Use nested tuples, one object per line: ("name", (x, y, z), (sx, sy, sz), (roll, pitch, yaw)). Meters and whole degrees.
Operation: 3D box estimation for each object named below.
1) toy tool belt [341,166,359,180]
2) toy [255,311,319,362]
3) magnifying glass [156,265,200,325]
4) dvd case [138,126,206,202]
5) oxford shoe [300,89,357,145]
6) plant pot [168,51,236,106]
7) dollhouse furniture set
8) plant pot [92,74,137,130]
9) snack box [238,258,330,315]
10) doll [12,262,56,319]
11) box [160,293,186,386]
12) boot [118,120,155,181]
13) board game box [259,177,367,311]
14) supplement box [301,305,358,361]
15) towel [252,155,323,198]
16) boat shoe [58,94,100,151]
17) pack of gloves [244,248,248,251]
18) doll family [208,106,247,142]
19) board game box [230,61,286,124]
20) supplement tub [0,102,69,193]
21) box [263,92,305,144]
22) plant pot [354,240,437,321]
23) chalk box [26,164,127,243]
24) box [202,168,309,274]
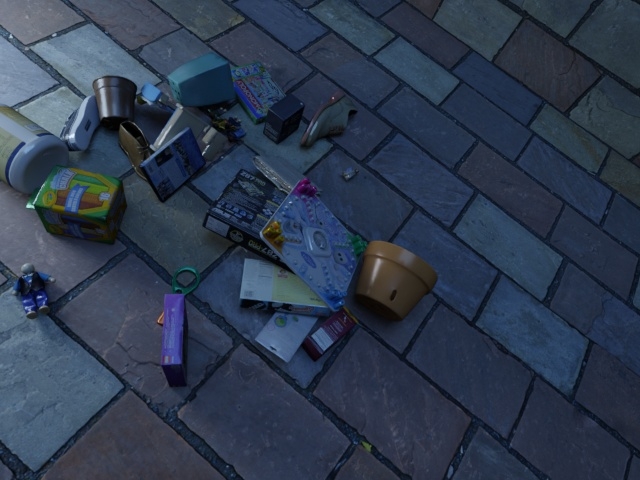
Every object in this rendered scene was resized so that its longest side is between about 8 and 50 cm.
("toy tool belt", (0.132, -0.309, 2.017), (0.051, 0.052, 0.083), (47, 58, 2))
("toy", (-0.112, 0.309, 1.586), (0.136, 0.056, 0.237), (33, 52, 7))
("magnifying glass", (-0.496, 0.190, 1.556), (0.092, 0.026, 0.231), (24, 55, -3))
("dvd case", (-0.556, -0.289, 1.715), (0.022, 0.180, 0.253), (22, 57, 27))
("oxford shoe", (0.049, -0.550, 2.081), (0.146, 0.140, 0.397), (38, 59, -2))
("plant pot", (-0.520, -0.679, 1.942), (0.234, 0.166, 0.165), (-30, 49, -23))
("dollhouse furniture set", (-0.604, -0.459, 1.850), (0.303, 0.286, 0.198), (39, 95, 35))
("plant pot", (-0.813, -0.539, 1.788), (0.166, 0.167, 0.165), (-4, 78, -19))
("snack box", (-0.124, 0.169, 1.624), (0.321, 0.060, 0.187), (8, 44, -9))
("doll", (-0.913, 0.152, 1.432), (0.129, 0.046, 0.189), (-25, 64, -18))
("box", (-0.432, 0.308, 1.345), (0.057, 0.293, 0.201), (1, 61, -13))
("boot", (-0.685, -0.336, 1.743), (0.305, 0.115, 0.112), (46, 57, 10))
("board game box", (0.000, 0.000, 1.649), (0.390, 0.050, 0.390), (47, 38, -14))
("supplement box", (0.032, 0.330, 1.589), (0.188, 0.104, 0.081), (-36, 77, -30))
("towel", (-0.133, -0.258, 1.851), (0.282, 0.049, 0.187), (42, 27, 20))
("boat shoe", (-0.936, -0.454, 1.743), (0.102, 0.108, 0.302), (-5, 54, 6))
("pack of gloves", (-0.294, -0.056, 1.740), (0.232, 0.046, 0.195), (42, 45, 17))
("doll family", (-0.406, -0.496, 1.941), (0.192, 0.076, 0.111), (29, 38, 6))
("board game box", (-0.297, -0.697, 2.110), (0.213, 0.046, 0.317), (-27, 72, -29))
("supplement tub", (-1.076, -0.330, 1.550), (0.316, 0.228, 0.228), (32, 57, 3))
("box", (-0.162, -0.540, 1.994), (0.093, 0.158, 0.156), (39, 57, 7))
("plant pot", (0.260, 0.165, 1.669), (0.290, 0.291, 0.204), (30, 73, 1))
("chalk box", (-0.842, -0.127, 1.535), (0.288, 0.179, 0.180), (11, 58, -11))
("box", (-0.199, -0.082, 1.707), (0.394, 0.097, 0.318), (27, 43, -4))
